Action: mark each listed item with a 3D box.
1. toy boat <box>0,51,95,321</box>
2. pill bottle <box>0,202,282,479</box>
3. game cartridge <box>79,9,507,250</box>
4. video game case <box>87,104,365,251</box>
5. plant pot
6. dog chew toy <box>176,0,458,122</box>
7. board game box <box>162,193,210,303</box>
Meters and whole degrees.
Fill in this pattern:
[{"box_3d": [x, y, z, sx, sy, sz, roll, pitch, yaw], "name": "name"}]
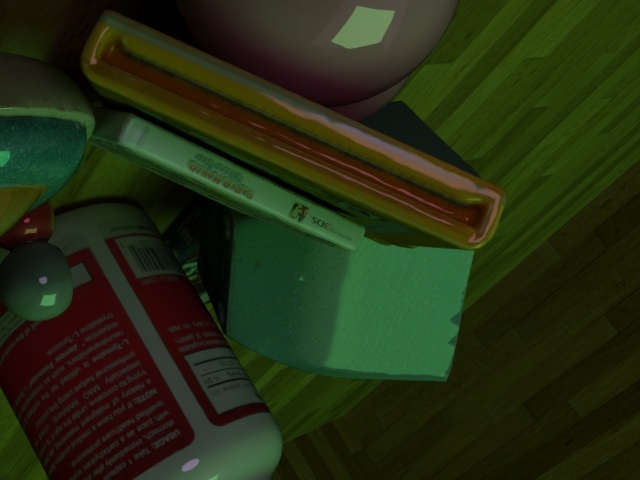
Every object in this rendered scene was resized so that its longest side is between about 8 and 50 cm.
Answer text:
[{"box_3d": [-0.268, -0.023, 0.735, 0.267, 0.148, 0.318, -18, 169, 5], "name": "toy boat"}, {"box_3d": [-0.186, 0.181, 1.047, 0.229, 0.408, 0.229, -30, 162, -11], "name": "pill bottle"}, {"box_3d": [-0.035, -0.065, 0.778, 0.323, 0.285, 0.053, 168, -55, -82], "name": "game cartridge"}, {"box_3d": [-0.101, -0.055, 0.802, 0.206, 0.227, 0.026, 25, 87, -30], "name": "video game case"}, {"box_3d": [0.000, 0.000, 1.108, 0.252, 0.247, 0.248, -2, 119, -18], "name": "plant pot"}, {"box_3d": [-0.003, -0.179, 0.784, 0.206, 0.207, 0.332, -32, 170, -7], "name": "dog chew toy"}, {"box_3d": [-0.143, 0.010, 1.286, 0.165, 0.042, 0.243, -11, 152, -52], "name": "board game box"}]
